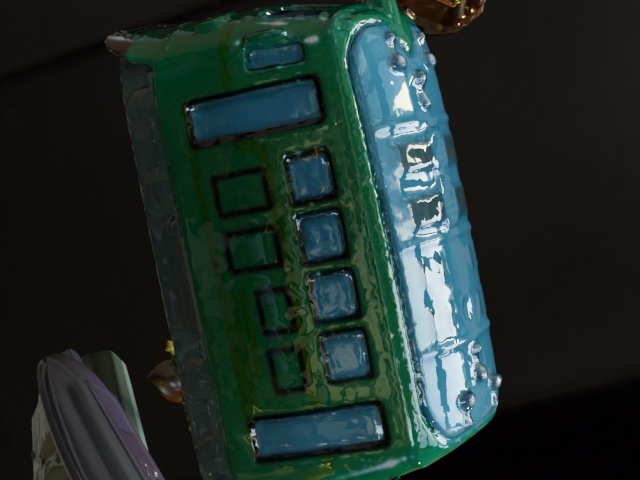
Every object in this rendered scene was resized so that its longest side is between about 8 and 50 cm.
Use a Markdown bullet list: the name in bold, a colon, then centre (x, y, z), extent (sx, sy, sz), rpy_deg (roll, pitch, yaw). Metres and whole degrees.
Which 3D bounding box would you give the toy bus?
- **toy bus**: centre (0.000, 0.000, 0.920), extent (0.199, 0.344, 0.183), rpy_deg (-10, -176, 27)

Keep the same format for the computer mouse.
- **computer mouse**: centre (-0.163, 0.194, 1.081), extent (0.057, 0.232, 0.120), rpy_deg (-34, 164, -2)

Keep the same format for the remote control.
- **remote control**: centre (-0.255, 0.203, 1.431), extent (0.128, 0.065, 0.335), rpy_deg (-40, -163, -2)

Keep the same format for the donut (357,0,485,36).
- **donut**: centre (0.079, -0.288, 1.107), extent (0.096, 0.230, 0.216), rpy_deg (2, -156, -17)

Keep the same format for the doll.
- **doll**: centre (-0.119, 0.151, 1.383), extent (0.078, 0.113, 0.076), rpy_deg (-43, -134, -18)
